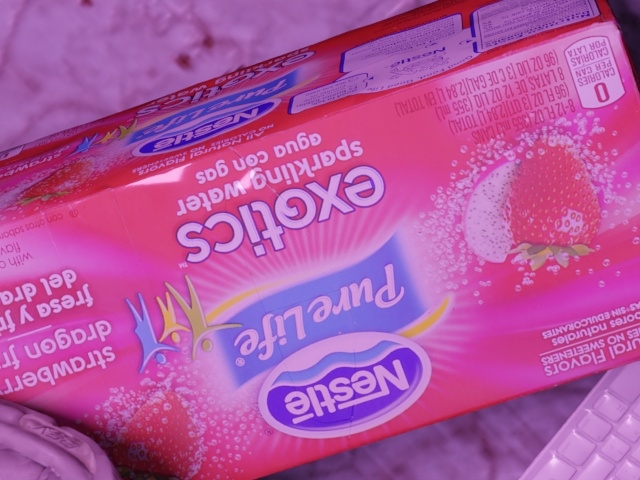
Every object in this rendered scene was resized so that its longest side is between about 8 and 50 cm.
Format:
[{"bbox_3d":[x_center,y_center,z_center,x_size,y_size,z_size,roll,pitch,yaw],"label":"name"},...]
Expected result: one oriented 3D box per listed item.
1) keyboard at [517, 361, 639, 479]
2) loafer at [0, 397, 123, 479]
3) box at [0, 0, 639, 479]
[{"bbox_3d":[0.133,0.087,0.792,0.072,0.014,0.256,32,113,-8],"label":"keyboard"},{"bbox_3d":[-0.196,0.097,0.699,0.319,0.111,0.112,6,121,45],"label":"loafer"},{"bbox_3d":[0.000,0.000,0.722,0.257,0.128,0.122,-18,106,8],"label":"box"}]
